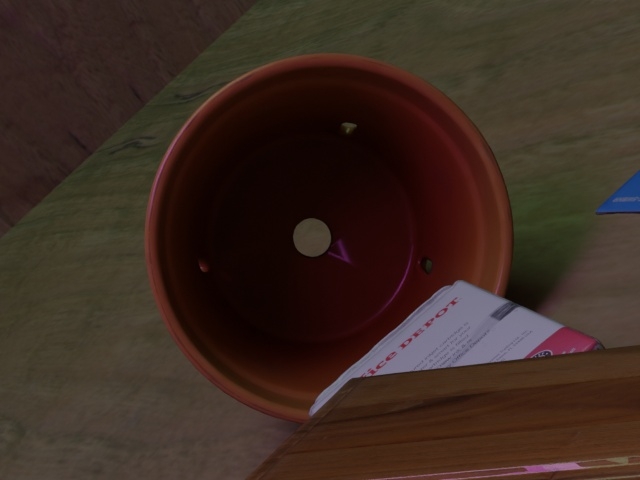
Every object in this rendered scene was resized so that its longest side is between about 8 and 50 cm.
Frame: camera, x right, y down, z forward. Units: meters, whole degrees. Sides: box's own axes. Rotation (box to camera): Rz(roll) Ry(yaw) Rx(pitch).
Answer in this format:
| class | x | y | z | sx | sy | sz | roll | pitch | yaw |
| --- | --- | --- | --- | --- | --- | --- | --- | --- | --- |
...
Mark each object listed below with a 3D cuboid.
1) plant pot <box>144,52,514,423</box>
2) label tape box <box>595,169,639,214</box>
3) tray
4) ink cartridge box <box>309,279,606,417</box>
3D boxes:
| class | x | y | z | sx | sy | sz | roll | pitch | yaw |
| --- | --- | --- | --- | --- | --- | --- | --- | --- | --- |
| plant pot | 0.000 | 0.000 | 1.376 | 0.291 | 0.291 | 0.203 | -38 | 3 | -4 |
| label tape box | 0.387 | -0.088 | 1.133 | 0.334 | 0.106 | 0.241 | -45 | 22 | -22 |
| tray | 0.171 | 0.113 | 0.860 | 0.411 | 0.076 | 0.203 | -10 | 11 | 25 |
| ink cartridge box | 0.105 | 0.125 | 1.144 | 0.158 | 0.092 | 0.218 | -40 | 22 | -9 |
